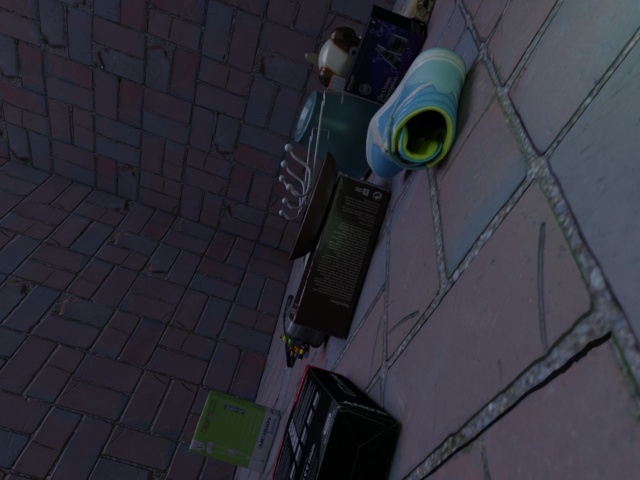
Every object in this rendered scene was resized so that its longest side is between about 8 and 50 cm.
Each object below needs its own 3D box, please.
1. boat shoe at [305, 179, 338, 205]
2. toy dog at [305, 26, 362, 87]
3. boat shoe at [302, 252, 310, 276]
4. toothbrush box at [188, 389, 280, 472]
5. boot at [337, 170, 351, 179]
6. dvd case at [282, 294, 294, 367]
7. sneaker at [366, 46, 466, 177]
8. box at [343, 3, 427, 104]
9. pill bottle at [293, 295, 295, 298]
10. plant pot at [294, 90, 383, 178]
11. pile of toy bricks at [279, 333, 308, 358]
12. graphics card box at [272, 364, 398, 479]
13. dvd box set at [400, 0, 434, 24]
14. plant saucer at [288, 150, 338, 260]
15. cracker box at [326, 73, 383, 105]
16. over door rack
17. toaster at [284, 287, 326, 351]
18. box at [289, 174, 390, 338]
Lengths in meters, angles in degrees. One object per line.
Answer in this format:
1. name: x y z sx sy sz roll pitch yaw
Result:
1. boat shoe: 0.012 -0.152 1.863 0.135 0.157 0.367 -65 3 -25
2. toy dog: 0.119 -0.737 1.821 0.284 0.396 0.408 -60 0 18
3. boat shoe: 0.000 0.000 1.734 0.158 0.127 0.340 -116 44 -72
4. toothbrush box: -0.318 0.713 1.663 0.122 0.283 0.206 131 157 -79
5. boot: 0.124 -0.315 1.963 0.161 0.084 0.246 -61 15 27
6. dvd case: -0.126 0.372 1.828 0.179 0.030 0.238 -82 -9 -66
7. sneaker: 0.155 -0.184 0.849 0.319 0.127 0.208 115 173 -56
8. box: 0.205 -0.592 1.442 0.261 0.184 0.103 114 173 -49
9. pill bottle: -0.070 0.259 1.789 0.152 0.086 0.086 -97 26 -77
10. plant pot: 0.058 -0.381 1.524 0.271 0.255 0.271 -54 26 42
11. pile of toy bricks: -0.096 0.361 1.596 0.212 0.105 0.118 152 137 -82
12. graphics card box: 0.002 0.348 0.720 0.371 0.094 0.232 131 158 -78
13. dvd box set: 0.354 -0.869 1.552 0.307 0.062 0.420 143 146 -80
14. plant saucer: -0.014 -0.086 1.185 0.310 0.050 0.310 -162 90 -86
15. cracker box: 0.132 -0.522 1.664 0.156 0.232 0.067 139 151 -79
16. over door rack: -0.047 -0.241 1.261 0.239 0.108 0.324 127 162 -74
17. toaster: -0.026 0.209 1.306 0.227 0.129 0.146 -86 18 -75
18. box: 0.042 0.044 1.140 0.191 0.143 0.381 137 150 -80
